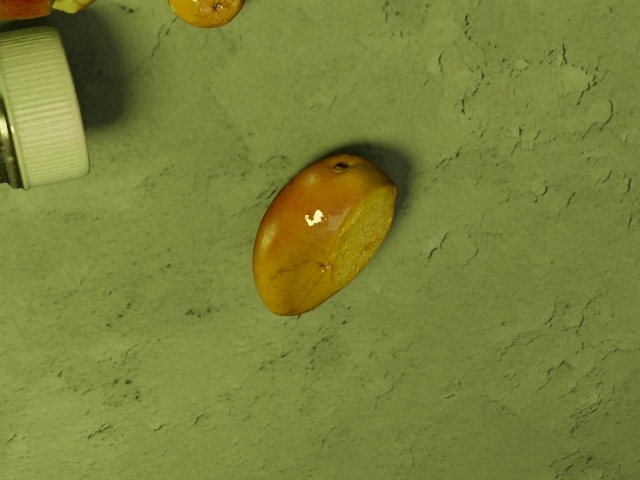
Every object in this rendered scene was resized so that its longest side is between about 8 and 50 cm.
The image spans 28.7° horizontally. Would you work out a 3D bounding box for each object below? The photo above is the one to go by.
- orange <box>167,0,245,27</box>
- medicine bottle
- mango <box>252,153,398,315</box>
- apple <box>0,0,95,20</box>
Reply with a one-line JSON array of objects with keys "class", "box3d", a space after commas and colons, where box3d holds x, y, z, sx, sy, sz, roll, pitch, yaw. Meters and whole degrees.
[{"class": "orange", "box3d": [-0.111, -0.249, 1.229, 0.083, 0.070, 0.083, -12, 129, -16]}, {"class": "medicine bottle", "box3d": [-0.365, -0.105, 1.168, 0.273, 0.165, 0.165, -14, 125, -12]}, {"class": "mango", "box3d": [-0.004, -0.004, 1.414, 0.141, 0.102, 0.217, -1, 128, -48]}, {"class": "apple", "box3d": [-0.259, -0.278, 1.095, 0.199, 0.199, 0.199, -10, 124, -15]}]
